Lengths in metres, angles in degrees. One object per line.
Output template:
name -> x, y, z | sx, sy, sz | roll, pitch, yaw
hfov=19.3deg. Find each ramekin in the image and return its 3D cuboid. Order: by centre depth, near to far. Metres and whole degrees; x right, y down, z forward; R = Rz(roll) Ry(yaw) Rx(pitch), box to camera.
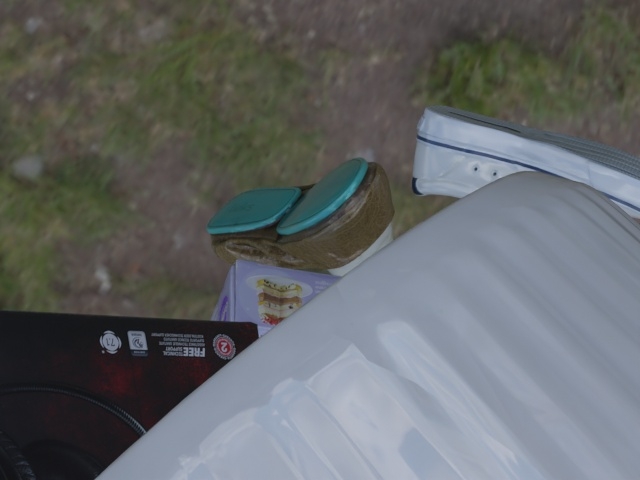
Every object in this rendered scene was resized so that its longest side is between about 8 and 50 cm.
ramekin -> 0.024, 0.092, 0.584 | 0.127, 0.273, 0.273 | 52, 126, 8

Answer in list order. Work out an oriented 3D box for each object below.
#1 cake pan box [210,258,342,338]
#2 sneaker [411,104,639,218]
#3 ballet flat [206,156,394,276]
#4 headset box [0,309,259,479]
cake pan box -> 0.027, 0.125, 1.529 | 0.267, 0.070, 0.245 | 9, 144, -14
sneaker -> 0.204, -0.046, 1.681 | 0.258, 0.094, 0.091 | 18, 107, 20
ballet flat -> 0.000, 0.000, 1.859 | 0.124, 0.116, 0.342 | 48, 155, -14
headset box -> -0.118, 0.181, 0.738 | 0.218, 0.293, 0.110 | 5, 156, -36
